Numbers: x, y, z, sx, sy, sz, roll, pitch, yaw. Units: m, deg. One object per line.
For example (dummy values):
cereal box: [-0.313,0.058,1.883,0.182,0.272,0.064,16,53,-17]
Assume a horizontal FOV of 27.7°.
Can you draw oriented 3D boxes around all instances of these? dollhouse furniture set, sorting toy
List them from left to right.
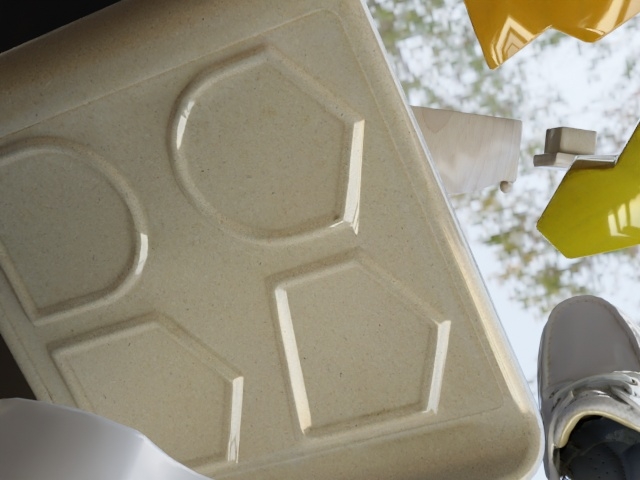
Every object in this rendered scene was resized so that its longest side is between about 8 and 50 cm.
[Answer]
sorting toy: [0.000,0.000,0.509,0.307,0.229,0.041,-17,-167,24]
dollhouse furniture set: [0.024,-0.026,1.184,0.355,0.174,0.303,6,179,-14]

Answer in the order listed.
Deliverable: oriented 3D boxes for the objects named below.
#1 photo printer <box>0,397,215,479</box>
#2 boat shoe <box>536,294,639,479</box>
photo printer: [-0.137,0.180,0.364,0.307,0.107,0.256,-32,-153,57]
boat shoe: [0.196,0.132,0.875,0.098,0.096,0.277,-19,-136,14]
